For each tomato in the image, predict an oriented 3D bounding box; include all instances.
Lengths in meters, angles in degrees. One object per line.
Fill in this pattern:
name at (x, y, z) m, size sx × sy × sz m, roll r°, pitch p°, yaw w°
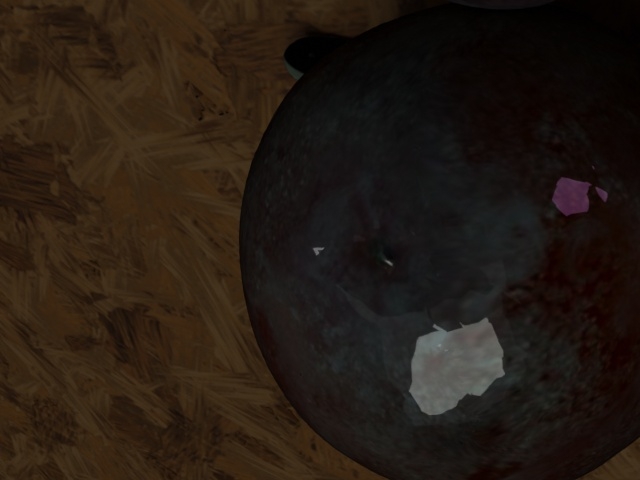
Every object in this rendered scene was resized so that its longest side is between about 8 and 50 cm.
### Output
tomato at (0.101, 0.002, 0.913) m, size 0.316 × 0.282 × 0.317 m, roll -1°, pitch 88°, yaw 29°

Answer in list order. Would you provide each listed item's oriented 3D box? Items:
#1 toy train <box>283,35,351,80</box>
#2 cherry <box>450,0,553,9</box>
toy train at (0.082, -0.105, 1.078) m, size 0.233 × 0.052 × 0.051 m, roll 15°, pitch 143°, yaw 19°
cherry at (0.098, -0.242, 0.809) m, size 0.266 × 0.183 × 0.213 m, roll 26°, pitch 112°, yaw 21°
